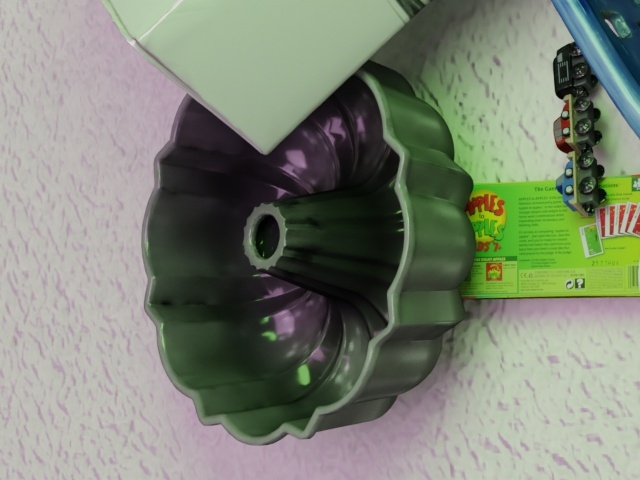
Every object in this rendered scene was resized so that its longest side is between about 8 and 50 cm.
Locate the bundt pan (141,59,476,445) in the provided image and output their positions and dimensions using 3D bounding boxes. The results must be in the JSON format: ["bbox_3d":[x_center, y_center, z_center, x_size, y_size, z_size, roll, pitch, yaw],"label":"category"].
[{"bbox_3d":[0.000,0.000,1.548,0.331,0.124,0.331,-6,83,48],"label":"bundt pan"}]

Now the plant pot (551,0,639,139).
[{"bbox_3d":[0.302,-0.208,1.327,0.236,0.212,0.236,-40,67,28],"label":"plant pot"}]

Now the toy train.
[{"bbox_3d":[0.195,-0.085,1.473,0.036,0.027,0.158,-18,54,27],"label":"toy train"}]

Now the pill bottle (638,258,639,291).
[{"bbox_3d":[0.305,0.026,1.317,0.119,0.208,0.119,-2,87,34],"label":"pill bottle"}]

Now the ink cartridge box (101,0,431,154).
[{"bbox_3d":[0.004,-0.302,1.455,0.395,0.166,0.285,-42,40,8],"label":"ink cartridge box"}]

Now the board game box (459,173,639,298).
[{"bbox_3d":[0.189,-0.001,1.496,0.181,0.043,0.092,-2,86,33],"label":"board game box"}]
